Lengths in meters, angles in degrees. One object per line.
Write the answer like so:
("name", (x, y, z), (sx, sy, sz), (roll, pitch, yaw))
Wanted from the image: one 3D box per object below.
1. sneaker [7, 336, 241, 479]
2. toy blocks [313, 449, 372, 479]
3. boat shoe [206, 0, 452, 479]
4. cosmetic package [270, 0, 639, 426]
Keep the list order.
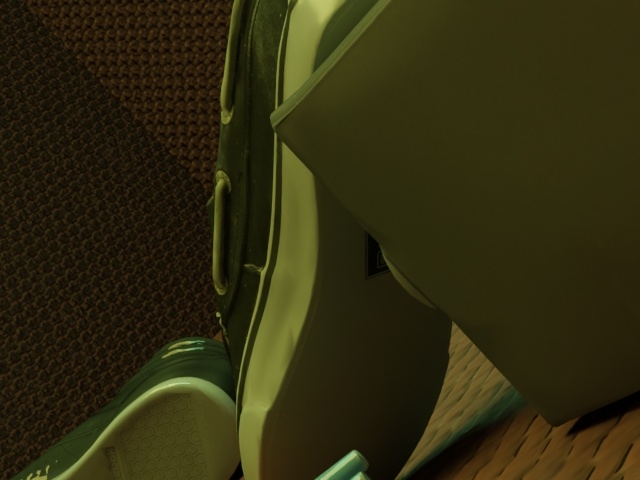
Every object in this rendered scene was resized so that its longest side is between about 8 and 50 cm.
("sneaker", (-0.149, 0.171, 1.112), (0.296, 0.104, 0.147), (-37, 2, 19))
("toy blocks", (-0.034, 0.117, 0.528), (0.148, 0.054, 0.123), (-43, 1, 6))
("boat shoe", (0.000, 0.000, 0.578), (0.078, 0.070, 0.219), (-11, -60, -33))
("cosmetic package", (0.094, -0.051, 0.396), (0.107, 0.127, 0.238), (-44, 3, -24))
